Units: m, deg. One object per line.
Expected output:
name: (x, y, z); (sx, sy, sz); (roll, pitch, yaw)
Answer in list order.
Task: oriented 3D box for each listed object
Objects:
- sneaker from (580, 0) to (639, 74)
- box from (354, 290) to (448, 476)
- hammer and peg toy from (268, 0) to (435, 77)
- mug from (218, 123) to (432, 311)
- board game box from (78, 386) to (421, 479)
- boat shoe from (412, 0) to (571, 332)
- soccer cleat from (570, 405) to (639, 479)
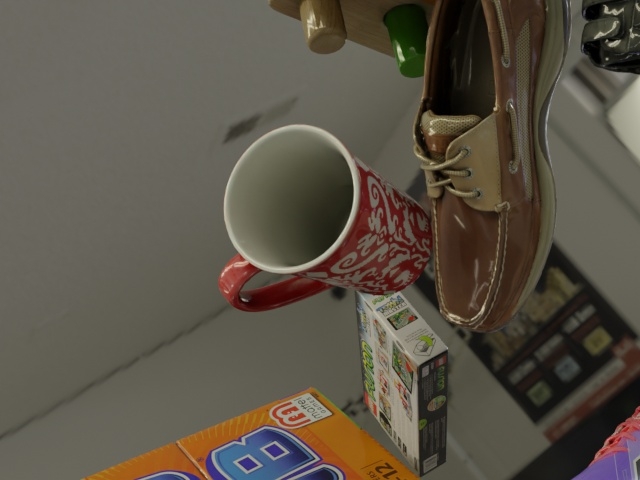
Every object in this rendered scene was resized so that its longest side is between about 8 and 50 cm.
sneaker: (0.193, -0.209, 0.775); (0.147, 0.295, 0.104); (-57, -9, 3)
box: (0.082, 0.139, 1.135); (0.036, 0.114, 0.207); (-26, -38, -16)
hammer and peg toy: (0.086, -0.256, 0.949); (0.361, 0.127, 0.266); (14, -36, -40)
mug: (0.000, -0.010, 0.901); (0.150, 0.113, 0.169); (-18, -19, 24)
board game box: (-0.053, 0.433, 1.151); (0.356, 0.356, 0.356); (-19, -61, -26)
boat shoe: (0.128, -0.082, 0.965); (0.116, 0.325, 0.123); (0, 4, -42)
soccer cleat: (0.300, 0.194, 1.018); (0.108, 0.117, 0.318); (-14, -9, 44)
